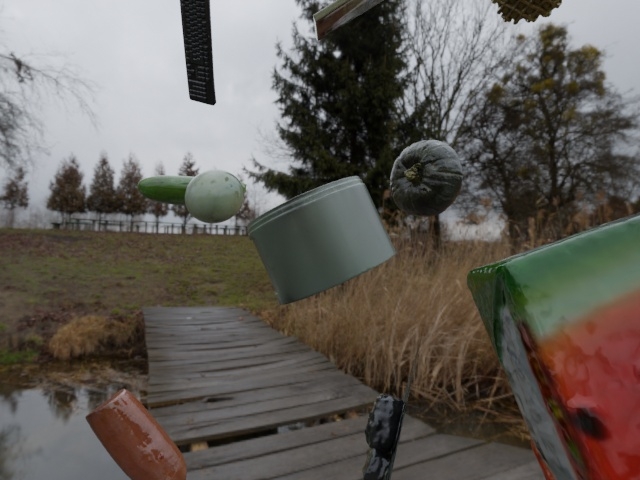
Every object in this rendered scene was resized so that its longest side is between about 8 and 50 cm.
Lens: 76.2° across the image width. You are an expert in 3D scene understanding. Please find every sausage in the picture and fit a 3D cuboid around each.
[{"bbox_3d":[-0.388,0.448,0.884,0.114,0.259,0.113,-34,7,5],"label":"sausage"}]

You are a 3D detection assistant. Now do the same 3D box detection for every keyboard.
[{"bbox_3d":[-0.168,-0.268,0.561,0.053,0.154,0.010,20,34,24],"label":"keyboard"}]

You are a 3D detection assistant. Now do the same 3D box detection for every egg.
[{"bbox_3d":[-0.225,-0.096,0.878,0.114,0.113,0.152,1,21,20],"label":"egg"}]

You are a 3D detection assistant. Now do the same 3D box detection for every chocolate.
[{"bbox_3d":[0.369,0.119,0.370,0.361,0.340,0.161,-21,-20,13],"label":"chocolate"}]

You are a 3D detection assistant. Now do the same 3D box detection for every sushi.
[{"bbox_3d":[0.094,0.288,0.623,0.047,0.231,0.219,15,-44,14],"label":"sushi"}]

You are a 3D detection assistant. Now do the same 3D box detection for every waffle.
[{"bbox_3d":[0.586,-0.703,1.157,0.192,0.160,0.046,4,42,26],"label":"waffle"}]

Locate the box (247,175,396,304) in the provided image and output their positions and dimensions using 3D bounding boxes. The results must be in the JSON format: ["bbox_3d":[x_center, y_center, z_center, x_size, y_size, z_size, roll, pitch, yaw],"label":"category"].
[{"bbox_3d":[0.000,0.000,0.726,0.226,0.149,0.226,-24,-1,-1],"label":"box"}]

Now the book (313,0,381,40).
[{"bbox_3d":[0.086,-0.605,1.048,0.232,0.022,0.162,-31,8,7],"label":"book"}]

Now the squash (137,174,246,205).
[{"bbox_3d":[-0.351,-0.139,1.142,0.293,0.082,0.082,0,-2,-22],"label":"squash"}]

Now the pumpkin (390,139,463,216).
[{"bbox_3d":[0.293,-0.174,1.156,0.158,0.223,0.224,4,-4,-38],"label":"pumpkin"}]
